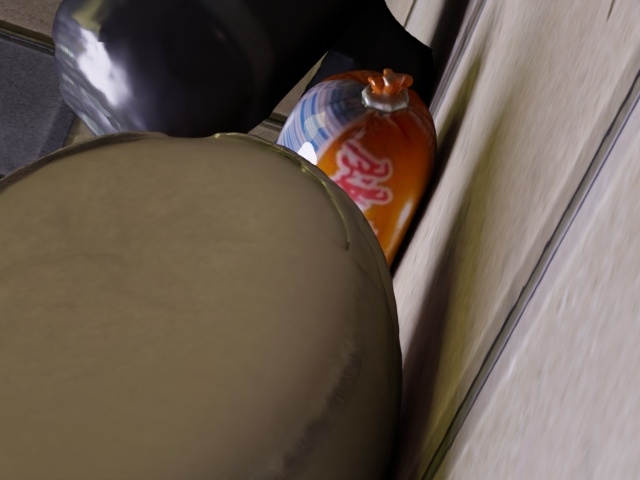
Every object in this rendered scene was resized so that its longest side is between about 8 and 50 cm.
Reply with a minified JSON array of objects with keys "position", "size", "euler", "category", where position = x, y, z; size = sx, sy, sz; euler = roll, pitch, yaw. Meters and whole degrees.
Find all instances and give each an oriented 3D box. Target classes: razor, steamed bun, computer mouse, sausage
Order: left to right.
[{"position":[-0.061,0.069,0.665],"size":[0.228,0.177,0.130],"euler":[-78,-14,-48],"category":"steamed bun"},{"position":[-0.001,-0.182,0.982],"size":[0.349,0.113,0.204],"euler":[-51,0,-7],"category":"razor"},{"position":[0.000,0.000,0.870],"size":[0.234,0.071,0.071],"euler":[112,175,-52],"category":"sausage"},{"position":[0.021,-0.069,0.993],"size":[0.099,0.057,0.172],"euler":[-59,-1,-6],"category":"computer mouse"}]
